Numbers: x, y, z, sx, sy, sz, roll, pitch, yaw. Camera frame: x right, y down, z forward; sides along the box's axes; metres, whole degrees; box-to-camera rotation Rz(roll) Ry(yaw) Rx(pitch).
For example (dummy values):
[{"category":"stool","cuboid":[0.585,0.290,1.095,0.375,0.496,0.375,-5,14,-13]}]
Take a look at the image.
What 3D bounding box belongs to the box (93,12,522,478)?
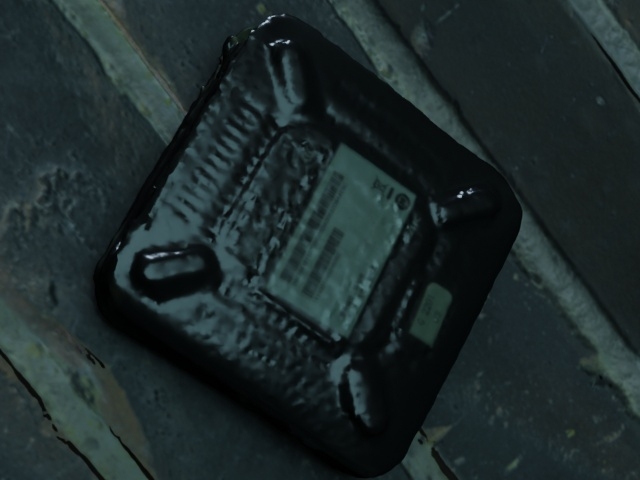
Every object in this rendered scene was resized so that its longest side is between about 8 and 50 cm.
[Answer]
[{"category":"box","cuboid":[0.000,0.000,1.373,0.350,0.091,0.359,34,68,-15]}]
